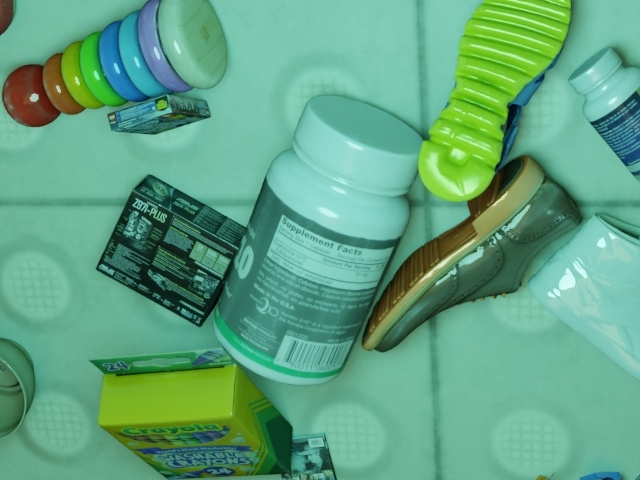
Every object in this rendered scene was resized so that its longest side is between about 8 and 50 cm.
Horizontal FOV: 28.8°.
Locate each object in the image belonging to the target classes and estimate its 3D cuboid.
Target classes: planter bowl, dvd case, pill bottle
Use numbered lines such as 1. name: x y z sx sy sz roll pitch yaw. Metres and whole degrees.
1. planter bowl: -0.514 0.217 1.952 0.162 0.109 0.162 4 112 10
2. dvd case: -0.021 0.359 1.949 0.087 0.013 0.120 -10 109 16
3. pill bottle: 0.000 0.000 1.702 0.204 0.204 0.361 24 114 3
4. pill bottle: 0.399 -0.164 1.609 0.094 0.094 0.169 -38 99 23

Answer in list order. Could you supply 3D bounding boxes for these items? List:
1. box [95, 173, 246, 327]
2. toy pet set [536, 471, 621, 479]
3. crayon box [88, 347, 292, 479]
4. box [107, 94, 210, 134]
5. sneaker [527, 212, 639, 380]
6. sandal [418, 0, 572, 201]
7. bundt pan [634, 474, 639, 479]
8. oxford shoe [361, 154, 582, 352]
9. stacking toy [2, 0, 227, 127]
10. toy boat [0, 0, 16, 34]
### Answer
1. box: -0.214 0.015 1.824 0.180 0.077 0.147 28 114 1
2. toy pet set: 0.389 0.373 1.850 0.122 0.065 0.114 43 148 -2
3. crayon box: -0.183 0.259 1.804 0.203 0.083 0.323 -6 151 15
4. box: -0.221 -0.172 1.722 0.093 0.137 0.027 -15 88 17
5. sneaker: 0.447 0.086 1.689 0.292 0.108 0.169 35 111 -7
6. sandal: 0.226 -0.197 1.622 0.126 0.138 0.317 30 94 13
7. bundt pan: 0.575 0.477 1.801 0.330 0.124 0.331 5 111 12
8. oxford shoe: 0.201 0.051 1.722 0.132 0.130 0.363 40 115 -12
9. stacking toy: -0.300 -0.238 1.732 0.330 0.141 0.141 -14 107 25
10. toy boat: -0.517 -0.375 1.703 0.150 0.151 0.231 -3 110 13
